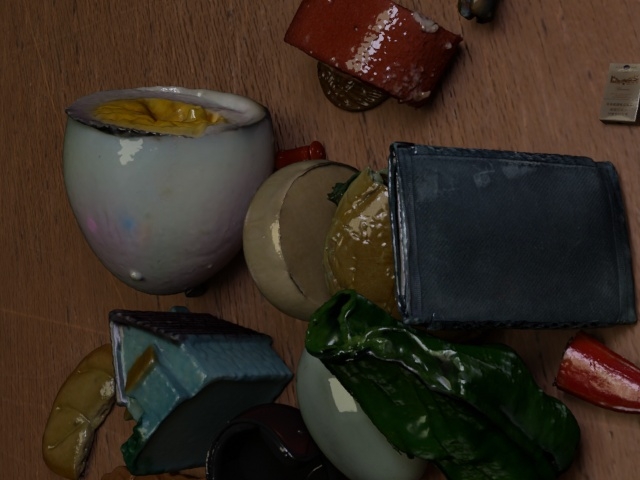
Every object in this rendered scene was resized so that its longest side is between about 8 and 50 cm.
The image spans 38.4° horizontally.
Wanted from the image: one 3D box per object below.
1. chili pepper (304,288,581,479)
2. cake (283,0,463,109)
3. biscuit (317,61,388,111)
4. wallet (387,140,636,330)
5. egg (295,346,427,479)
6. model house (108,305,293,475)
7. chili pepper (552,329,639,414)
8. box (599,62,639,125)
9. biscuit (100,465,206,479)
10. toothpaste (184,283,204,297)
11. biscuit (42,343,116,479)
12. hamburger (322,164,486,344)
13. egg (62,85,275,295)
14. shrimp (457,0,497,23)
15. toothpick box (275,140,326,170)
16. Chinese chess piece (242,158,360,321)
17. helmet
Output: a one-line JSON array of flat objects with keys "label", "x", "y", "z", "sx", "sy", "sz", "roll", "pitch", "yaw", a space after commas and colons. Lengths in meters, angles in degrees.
[{"label": "chili pepper", "x": 0.167, "y": 0.191, "z": 1.187, "sx": 0.213, "sy": 0.385, "sz": 0.167, "roll": -35, "pitch": 22, "yaw": 47}, {"label": "cake", "x": 0.073, "y": -0.318, "z": 1.427, "sx": 0.283, "sy": 0.177, "sz": 0.151, "roll": 36, "pitch": 99, "yaw": 31}, {"label": "biscuit", "x": 0.070, "y": -0.311, "z": 1.556, "sx": 0.187, "sy": 0.027, "sz": 0.188, "roll": -9, "pitch": 75, "yaw": 37}, {"label": "wallet", "x": 0.244, "y": 0.000, "z": 1.185, "sx": 0.075, "sy": 0.342, "sz": 0.237, "roll": 144, "pitch": 125, "yaw": -63}, {"label": "egg", "x": 0.066, "y": 0.242, "z": 1.342, "sx": 0.183, "sy": 0.183, "sz": 0.264, "roll": -34, "pitch": 70, "yaw": 27}, {"label": "model house", "x": -0.243, "y": 0.215, "z": 1.523, "sx": 0.249, "sy": 0.280, "sz": 0.230, "roll": 45, "pitch": 107, "yaw": 29}, {"label": "chili pepper", "x": 0.395, "y": 0.185, "z": 1.183, "sx": 0.169, "sy": 0.065, "sz": 0.088, "roll": 21, "pitch": 110, "yaw": 34}, {"label": "box", "x": 0.419, "y": -0.202, "z": 1.265, "sx": 0.053, "sy": 0.024, "sz": 0.083, "roll": 11, "pitch": 86, "yaw": 38}, {"label": "biscuit", "x": -0.292, "y": 0.499, "z": 1.651, "sx": 0.333, "sy": 0.047, "sz": 0.202, "roll": 8, "pitch": 85, "yaw": 39}, {"label": "toothpaste", "x": -0.264, "y": -0.003, "z": 1.743, "sx": 0.062, "sy": 0.039, "sz": 0.239, "roll": -37, "pitch": 58, "yaw": 34}, {"label": "biscuit", "x": -0.474, "y": 0.330, "z": 1.829, "sx": 0.154, "sy": 0.045, "sz": 0.299, "roll": 32, "pitch": 100, "yaw": 39}, {"label": "hamburger", "x": 0.125, "y": 0.041, "z": 1.297, "sx": 0.308, "sy": 0.132, "sz": 0.211, "roll": 33, "pitch": 101, "yaw": -4}, {"label": "egg", "x": -0.259, "y": -0.070, "z": 1.579, "sx": 0.354, "sy": 0.354, "sz": 0.340, "roll": 22, "pitch": 118, "yaw": 38}, {"label": "shrimp", "x": 0.333, "y": -0.523, "z": 1.362, "sx": 0.221, "sy": 0.110, "sz": 0.446, "roll": 32, "pitch": 97, "yaw": 29}, {"label": "toothpick box", "x": -0.033, "y": -0.142, "z": 1.587, "sx": 0.083, "sy": 0.047, "sz": 0.047, "roll": -10, "pitch": 75, "yaw": 35}, {"label": "Chinese chess piece", "x": 0.000, "y": 0.000, "z": 1.401, "sx": 0.103, "sy": 0.249, "sz": 0.250, "roll": -13, "pitch": 72, "yaw": 49}, {"label": "helmet", "x": -0.069, "y": 0.351, "z": 1.414, "sx": 0.216, "sy": 0.193, "sz": 0.189, "roll": 32, "pitch": 104, "yaw": -6}]
